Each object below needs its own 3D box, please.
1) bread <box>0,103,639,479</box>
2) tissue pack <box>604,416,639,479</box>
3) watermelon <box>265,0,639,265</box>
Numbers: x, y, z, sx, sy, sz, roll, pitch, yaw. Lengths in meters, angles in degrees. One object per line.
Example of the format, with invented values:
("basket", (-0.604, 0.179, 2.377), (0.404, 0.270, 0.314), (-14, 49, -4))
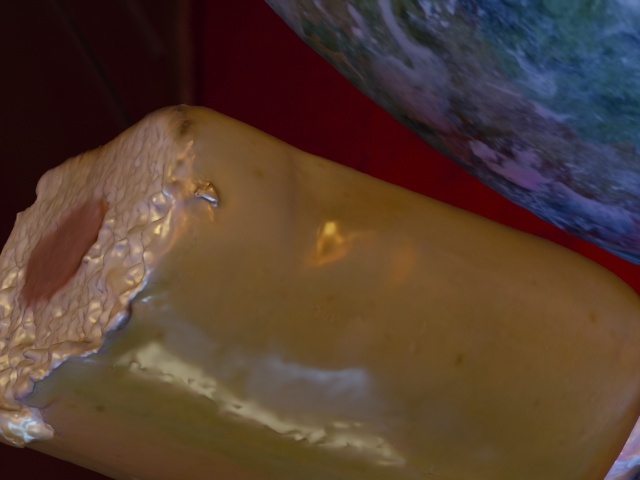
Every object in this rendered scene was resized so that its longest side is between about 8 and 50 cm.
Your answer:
("bread", (-0.004, 0.034, 0.494), (0.134, 0.173, 0.085), (-22, 53, 62))
("tissue pack", (0.200, 0.224, 1.405), (0.123, 0.332, 0.245), (39, 85, 29))
("watermelon", (0.143, -0.130, 0.568), (0.228, 0.387, 0.258), (-33, 33, 54))
